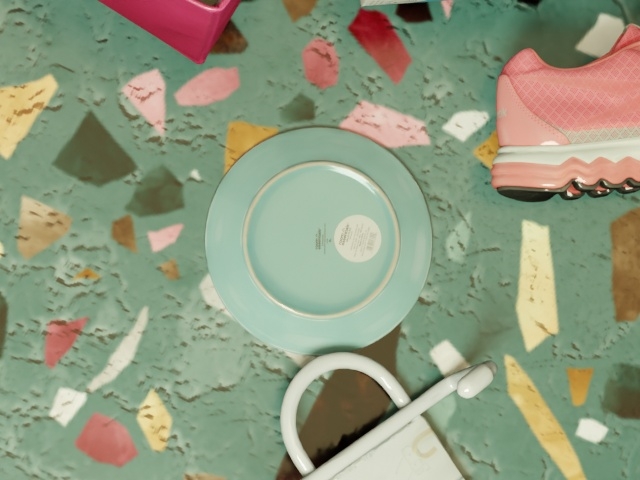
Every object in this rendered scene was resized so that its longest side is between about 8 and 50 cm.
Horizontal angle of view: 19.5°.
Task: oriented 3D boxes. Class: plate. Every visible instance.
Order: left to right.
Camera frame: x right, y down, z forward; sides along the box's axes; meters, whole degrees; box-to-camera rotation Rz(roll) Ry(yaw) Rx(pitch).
[{"bbox_3d":[0.000,0.000,1.510,0.188,0.024,0.188,0,86,-5],"label":"plate"}]

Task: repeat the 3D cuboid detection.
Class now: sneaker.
[{"bbox_3d":[0.289,-0.112,1.500,0.314,0.116,0.136,-5,86,-6],"label":"sneaker"}]

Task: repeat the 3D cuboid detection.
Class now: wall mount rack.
[{"bbox_3d":[0.064,0.260,1.427,0.304,0.130,0.350,-34,91,-23],"label":"wall mount rack"}]

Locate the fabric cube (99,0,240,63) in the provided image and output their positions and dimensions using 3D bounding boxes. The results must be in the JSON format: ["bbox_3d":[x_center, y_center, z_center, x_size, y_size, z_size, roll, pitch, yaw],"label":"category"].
[{"bbox_3d":[-0.128,-0.315,1.396,0.254,0.258,0.259,31,84,-4],"label":"fabric cube"}]

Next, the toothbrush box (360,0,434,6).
[{"bbox_3d":[0.183,-0.266,1.446,0.295,0.216,0.126,-5,88,-7],"label":"toothbrush box"}]
